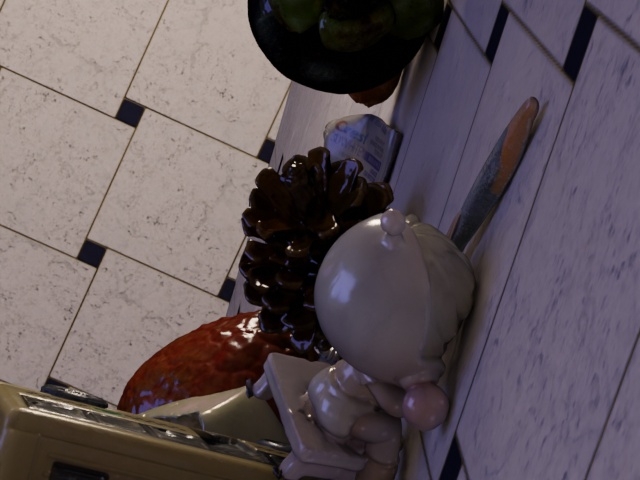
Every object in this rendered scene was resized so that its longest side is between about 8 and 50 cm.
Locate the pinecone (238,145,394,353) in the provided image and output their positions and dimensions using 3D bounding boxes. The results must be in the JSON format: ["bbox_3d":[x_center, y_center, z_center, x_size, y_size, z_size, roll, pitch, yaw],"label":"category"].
[{"bbox_3d":[0.002,-0.001,1.737,0.186,0.168,0.212,-103,13,-47],"label":"pinecone"}]

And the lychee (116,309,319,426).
[{"bbox_3d":[-0.112,0.216,1.866,0.300,0.255,0.255,-50,0,-15],"label":"lychee"}]

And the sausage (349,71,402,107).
[{"bbox_3d":[0.078,-0.258,2.096,0.076,0.076,0.198,144,141,-80],"label":"sausage"}]

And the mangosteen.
[{"bbox_3d":[0.029,-0.275,1.947,0.243,0.243,0.243,-165,90,-84],"label":"mangosteen"}]

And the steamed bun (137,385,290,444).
[{"bbox_3d":[-0.103,0.255,1.647,0.200,0.226,0.170,-31,7,-11],"label":"steamed bun"}]

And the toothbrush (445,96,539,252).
[{"bbox_3d":[0.108,0.009,1.416,0.375,0.037,0.028,117,164,-47],"label":"toothbrush"}]

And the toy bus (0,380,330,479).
[{"bbox_3d":[-0.125,0.242,1.443,0.202,0.365,0.177,-175,100,-71],"label":"toy bus"}]

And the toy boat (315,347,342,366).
[{"bbox_3d":[0.012,0.148,1.774,0.084,0.066,0.210,-35,22,30],"label":"toy boat"}]

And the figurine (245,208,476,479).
[{"bbox_3d":[0.039,0.073,1.380,0.182,0.144,0.257,-80,11,-60],"label":"figurine"}]

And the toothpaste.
[{"bbox_3d":[0.048,-0.103,2.094,0.282,0.068,0.099,-124,21,-73],"label":"toothpaste"}]
